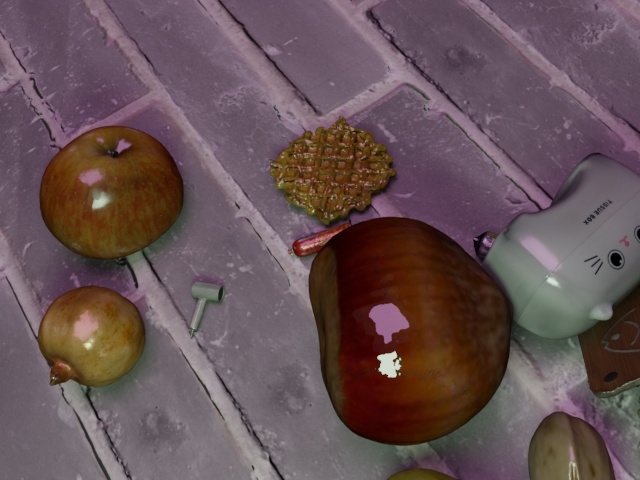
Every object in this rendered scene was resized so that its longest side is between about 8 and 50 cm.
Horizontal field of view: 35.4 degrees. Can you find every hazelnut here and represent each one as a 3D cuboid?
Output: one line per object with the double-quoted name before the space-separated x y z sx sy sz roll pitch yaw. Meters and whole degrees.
"hazelnut" 0.146 0.158 1.757 0.359 0.359 0.410 -7 55 9

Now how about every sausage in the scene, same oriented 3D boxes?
"sausage" 0.000 0.000 2.073 0.145 0.048 0.050 -18 92 3

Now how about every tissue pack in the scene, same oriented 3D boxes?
"tissue pack" 0.474 0.024 1.811 0.333 0.229 0.236 -37 71 -25

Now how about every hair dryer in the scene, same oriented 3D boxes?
"hair dryer" -0.242 0.143 2.041 0.063 0.038 0.124 7 64 18

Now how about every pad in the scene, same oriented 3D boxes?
"pad" 0.581 0.142 1.727 0.284 0.018 0.286 -29 18 18

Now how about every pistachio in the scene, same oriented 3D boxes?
"pistachio" 0.415 0.401 1.650 0.137 0.153 0.238 -9 81 18

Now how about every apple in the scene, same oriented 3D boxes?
"apple" -0.444 -0.114 2.129 0.277 0.250 0.309 14 58 22

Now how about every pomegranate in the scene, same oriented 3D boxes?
"pomegranate" -0.447 0.188 1.966 0.207 0.207 0.207 -6 55 9

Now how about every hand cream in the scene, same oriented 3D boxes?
"hand cream" 0.407 0.044 1.952 0.235 0.055 0.086 22 65 15

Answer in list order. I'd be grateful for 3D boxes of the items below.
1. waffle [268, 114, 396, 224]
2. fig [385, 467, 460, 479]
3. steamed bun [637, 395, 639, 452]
"waffle" 0.026 -0.153 2.168 0.245 0.052 0.254 -38 58 -15
"fig" 0.194 0.498 1.574 0.258 0.258 0.326 -27 36 -6
"steamed bun" 0.599 0.318 1.654 0.144 0.211 0.218 -39 65 38
